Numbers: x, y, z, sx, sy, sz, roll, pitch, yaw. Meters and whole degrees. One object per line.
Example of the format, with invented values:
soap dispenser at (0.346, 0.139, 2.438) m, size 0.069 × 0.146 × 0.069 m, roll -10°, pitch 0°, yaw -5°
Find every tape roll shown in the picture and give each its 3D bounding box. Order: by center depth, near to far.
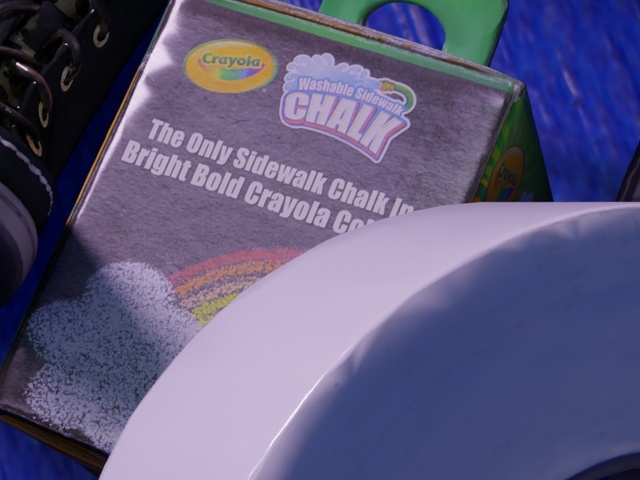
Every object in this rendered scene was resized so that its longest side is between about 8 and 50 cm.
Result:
tape roll at (0.072, 0.128, 0.526) m, size 0.286 × 0.100 × 0.286 m, roll 0°, pitch 91°, yaw -24°

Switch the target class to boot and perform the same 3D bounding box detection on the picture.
boot at (-0.108, -0.068, 0.653) m, size 0.085 × 0.236 × 0.178 m, roll 38°, pitch 76°, yaw -14°

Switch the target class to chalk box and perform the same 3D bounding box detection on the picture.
chalk box at (0.000, 0.000, 0.649) m, size 0.132 × 0.132 × 0.213 m, roll 20°, pitch 76°, yaw 18°

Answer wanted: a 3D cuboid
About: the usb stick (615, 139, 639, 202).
usb stick at (0.164, -0.050, 0.675) m, size 0.077 × 0.045 × 0.278 m, roll 20°, pitch 77°, yaw 18°
